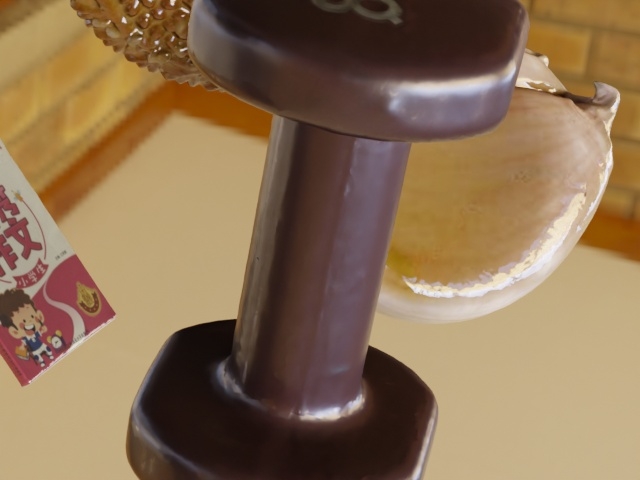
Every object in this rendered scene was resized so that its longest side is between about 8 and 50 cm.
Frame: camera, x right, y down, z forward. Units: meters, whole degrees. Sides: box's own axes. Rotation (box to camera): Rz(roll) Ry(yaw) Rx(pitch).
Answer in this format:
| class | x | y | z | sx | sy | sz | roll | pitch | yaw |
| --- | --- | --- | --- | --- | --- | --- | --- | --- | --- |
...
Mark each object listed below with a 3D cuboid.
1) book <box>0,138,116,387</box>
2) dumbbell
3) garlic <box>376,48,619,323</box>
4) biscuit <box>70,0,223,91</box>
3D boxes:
| class | x | y | z | sx | sy | sz | roll | pitch | yaw |
| --- | --- | --- | --- | --- | --- | --- | --- | --- | --- |
| book | -0.315 | 0.017 | 2.000 | 0.022 | 0.232 | 0.162 | -28 | -173 | 35 |
| dumbbell | 0.000 | 0.000 | 0.784 | 0.124 | 0.225 | 0.140 | 14 | -152 | 5 |
| garlic | 0.075 | -0.052 | 1.279 | 0.228 | 0.217 | 0.110 | 2 | 166 | -18 |
| biscuit | -0.024 | -0.201 | 1.256 | 0.305 | 0.305 | 0.038 | 1 | -132 | -15 |
